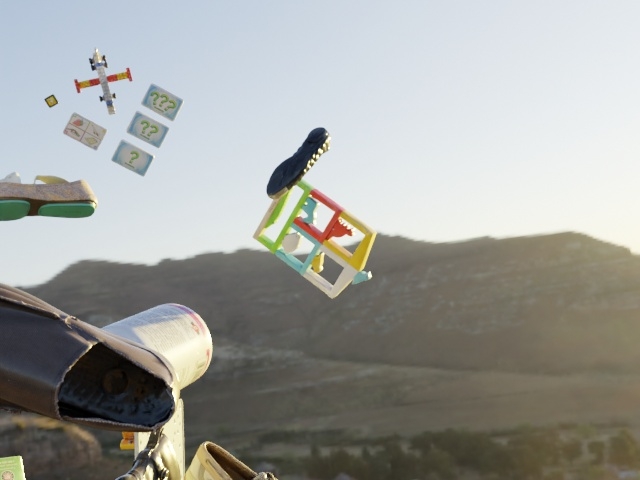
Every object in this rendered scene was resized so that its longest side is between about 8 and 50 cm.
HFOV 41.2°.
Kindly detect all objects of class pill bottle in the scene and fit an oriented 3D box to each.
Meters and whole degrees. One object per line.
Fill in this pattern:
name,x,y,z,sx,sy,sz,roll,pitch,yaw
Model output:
pill bottle,-0.325,0.216,1.508,0.160,0.161,0.283,-10,4,22

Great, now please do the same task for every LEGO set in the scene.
LEGO set,-0.418,-0.261,1.706,0.244,0.183,0.060,28,1,-20

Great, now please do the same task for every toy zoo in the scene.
toy zoo,0.000,0.000,1.984,0.192,0.293,0.030,-59,-14,22

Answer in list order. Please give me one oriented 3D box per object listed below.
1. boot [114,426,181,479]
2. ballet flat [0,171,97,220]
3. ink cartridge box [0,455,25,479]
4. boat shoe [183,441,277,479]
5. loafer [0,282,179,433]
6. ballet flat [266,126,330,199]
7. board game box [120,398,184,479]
boot,-0.284,0.469,1.423,0.091,0.263,0.229,-2,8,12
ballet flat,-0.689,-0.106,2.015,0.315,0.106,0.107,0,-30,-38
ink cartridge box,-0.540,0.461,1.339,0.093,0.213,0.154,-28,-22,31
boat shoe,-0.145,0.573,1.889,0.341,0.110,0.121,28,14,12
loafer,-0.312,0.131,0.957,0.365,0.134,0.130,18,-7,-27
ballet flat,-0.031,-0.125,1.440,0.057,0.049,0.173,15,52,36
board game box,-0.388,0.585,1.993,0.050,0.390,0.390,-2,-5,4
